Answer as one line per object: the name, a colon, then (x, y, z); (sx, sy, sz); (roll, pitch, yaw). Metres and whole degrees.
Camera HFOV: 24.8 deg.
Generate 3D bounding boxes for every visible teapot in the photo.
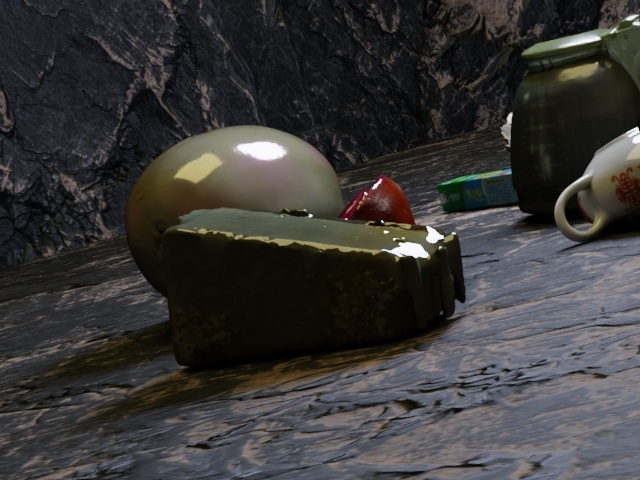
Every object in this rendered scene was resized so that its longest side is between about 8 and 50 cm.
teapot: (0.372, -0.164, 1.908); (0.239, 0.239, 0.321); (-16, 7, -15)
teapot: (0.366, -0.069, 1.700); (0.245, 0.116, 0.159); (-28, 5, -20)

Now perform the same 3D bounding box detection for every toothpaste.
toothpaste: (0.291, -0.082, 2.237); (0.065, 0.050, 0.266); (-21, 8, -35)

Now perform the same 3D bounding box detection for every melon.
melon: (-0.098, -0.027, 1.761); (0.223, 0.223, 0.317); (-10, 2, 31)

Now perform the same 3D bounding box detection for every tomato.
tomato: (0.044, 0.026, 1.586); (0.189, 0.099, 0.173); (-55, 0, 31)

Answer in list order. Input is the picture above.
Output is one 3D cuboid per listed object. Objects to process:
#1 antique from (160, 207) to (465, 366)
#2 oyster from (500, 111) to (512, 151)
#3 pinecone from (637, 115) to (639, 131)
antique: (-0.003, 0.042, 1.402); (0.284, 0.150, 0.125); (-2, 14, 23)
oyster: (0.397, -0.167, 2.400); (0.166, 0.110, 0.341); (-35, 22, -19)
pinecone: (0.435, -0.117, 1.344); (0.246, 0.246, 0.292); (-8, 6, 46)
